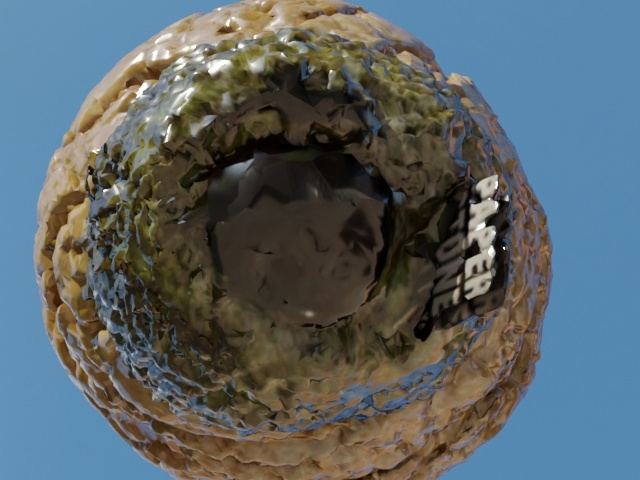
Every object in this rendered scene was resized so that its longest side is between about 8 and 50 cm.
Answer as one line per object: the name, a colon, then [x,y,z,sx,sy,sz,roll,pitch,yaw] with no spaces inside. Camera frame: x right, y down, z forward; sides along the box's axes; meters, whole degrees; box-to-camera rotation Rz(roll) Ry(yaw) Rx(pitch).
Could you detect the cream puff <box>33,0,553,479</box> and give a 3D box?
cream puff: [0.000,0.000,0.475,0.183,0.169,0.183,1,-99,-7]
